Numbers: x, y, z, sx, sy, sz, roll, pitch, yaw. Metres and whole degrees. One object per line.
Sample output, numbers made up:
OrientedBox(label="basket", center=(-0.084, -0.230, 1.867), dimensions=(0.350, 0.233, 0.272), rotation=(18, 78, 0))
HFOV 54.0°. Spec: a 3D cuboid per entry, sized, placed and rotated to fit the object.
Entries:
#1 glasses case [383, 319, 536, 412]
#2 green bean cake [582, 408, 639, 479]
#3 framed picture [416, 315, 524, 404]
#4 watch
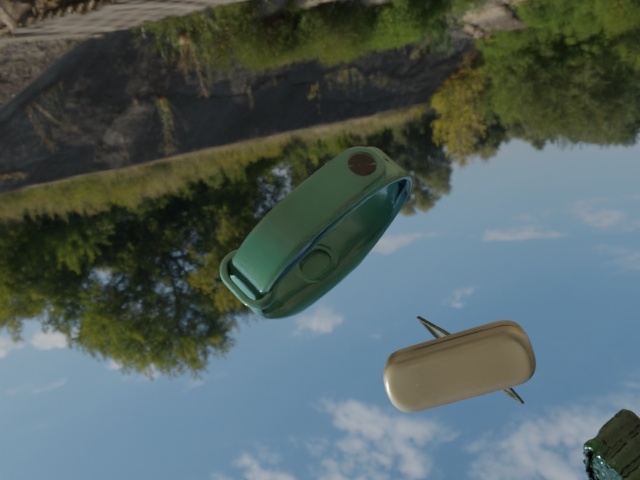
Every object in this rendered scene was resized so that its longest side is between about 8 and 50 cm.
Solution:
OrientedBox(label="glasses case", center=(0.180, 0.166, 0.824), dimensions=(0.196, 0.083, 0.050), rotation=(-17, -169, 12))
OrientedBox(label="green bean cake", center=(0.534, 0.404, 1.018), dimensions=(0.107, 0.193, 0.208), rotation=(-34, -136, -11))
OrientedBox(label="framed picture", center=(0.304, 0.242, 1.268), dimensions=(0.010, 0.231, 0.173), rotation=(-51, -143, -8))
OrientedBox(label="watch", center=(0.000, 0.000, 0.674), dimensions=(0.237, 0.068, 0.195), rotation=(-36, 161, -24))
